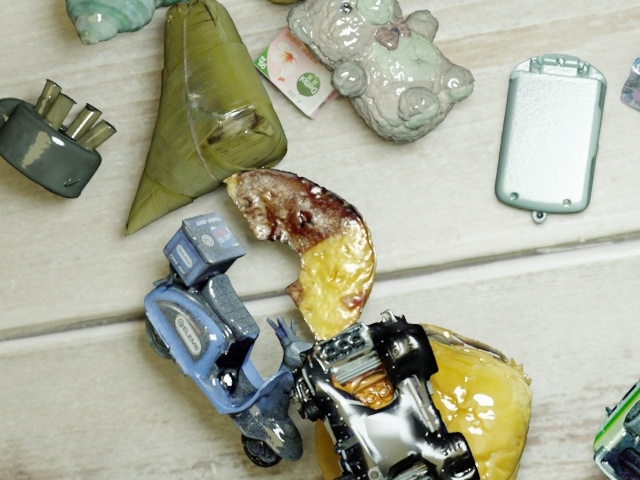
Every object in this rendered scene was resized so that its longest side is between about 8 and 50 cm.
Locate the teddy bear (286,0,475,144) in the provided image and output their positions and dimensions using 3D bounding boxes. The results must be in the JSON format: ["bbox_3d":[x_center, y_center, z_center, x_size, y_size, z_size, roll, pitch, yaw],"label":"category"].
[{"bbox_3d":[0.087,-0.268,1.861,0.151,0.236,0.267,-30,92,50],"label":"teddy bear"}]

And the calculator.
[{"bbox_3d":[0.328,-0.146,1.856,0.141,0.045,0.246,7,87,14],"label":"calculator"}]

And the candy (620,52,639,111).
[{"bbox_3d":[0.468,-0.231,1.773,0.073,0.160,0.092,32,87,11],"label":"candy"}]

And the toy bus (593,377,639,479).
[{"bbox_3d":[0.488,0.217,1.727,0.134,0.165,0.276,41,96,-1],"label":"toy bus"}]

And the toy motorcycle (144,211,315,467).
[{"bbox_3d":[-0.117,0.152,1.862,0.358,0.125,0.212,53,127,16],"label":"toy motorcycle"}]

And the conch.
[{"bbox_3d":[-0.295,-0.410,1.976,0.220,0.195,0.277,37,67,-14],"label":"conch"}]

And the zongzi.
[{"bbox_3d":[-0.225,-0.189,1.950,0.300,0.145,0.273,-29,75,16],"label":"zongzi"}]

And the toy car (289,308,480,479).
[{"bbox_3d":[0.084,0.252,1.680,0.193,0.118,0.301,-21,81,-2],"label":"toy car"}]

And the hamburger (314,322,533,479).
[{"bbox_3d":[0.141,0.261,1.812,0.319,0.158,0.318,-2,82,14],"label":"hamburger"}]

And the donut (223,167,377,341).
[{"bbox_3d":[0.000,0.000,1.892,0.151,0.112,0.295,-34,80,6],"label":"donut"}]

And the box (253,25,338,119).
[{"bbox_3d":[-0.026,-0.255,1.952,0.125,0.043,0.089,44,96,13],"label":"box"}]

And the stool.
[{"bbox_3d":[-0.421,-0.168,1.982,0.228,0.153,0.139,37,94,14],"label":"stool"}]

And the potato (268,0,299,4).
[{"bbox_3d":[-0.013,-0.407,1.930,0.170,0.107,0.080,-26,96,15],"label":"potato"}]
